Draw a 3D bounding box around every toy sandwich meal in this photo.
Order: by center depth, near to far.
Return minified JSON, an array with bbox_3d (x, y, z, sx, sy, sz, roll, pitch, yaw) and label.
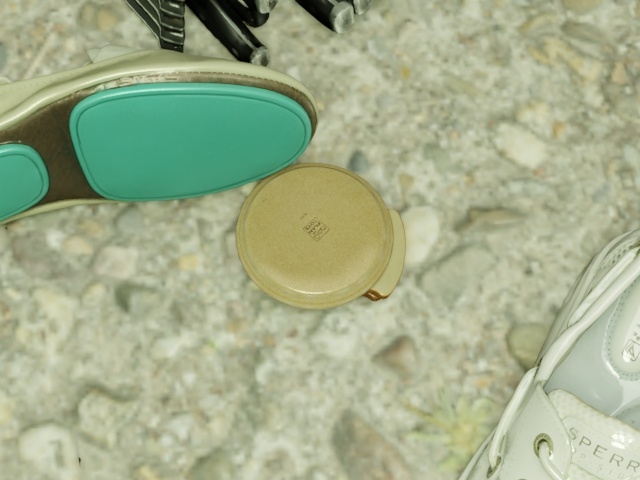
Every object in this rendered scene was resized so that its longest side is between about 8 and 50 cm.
[{"bbox_3d":[0.000,0.000,0.812,0.085,0.029,0.085,1,68,-1],"label":"toy sandwich meal"}]

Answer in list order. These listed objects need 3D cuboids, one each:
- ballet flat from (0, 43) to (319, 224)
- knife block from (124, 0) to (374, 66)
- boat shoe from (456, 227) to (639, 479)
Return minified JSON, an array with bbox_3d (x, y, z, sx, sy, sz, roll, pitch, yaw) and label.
[{"bbox_3d":[-0.128,-0.056,0.798,0.248,0.086,0.086,-12,70,-9],"label":"ballet flat"},{"bbox_3d":[-0.074,-0.228,0.864,0.242,0.088,0.275,4,67,-5],"label":"knife block"},{"bbox_3d":[0.119,0.101,0.745,0.098,0.096,0.277,23,68,3],"label":"boat shoe"}]
